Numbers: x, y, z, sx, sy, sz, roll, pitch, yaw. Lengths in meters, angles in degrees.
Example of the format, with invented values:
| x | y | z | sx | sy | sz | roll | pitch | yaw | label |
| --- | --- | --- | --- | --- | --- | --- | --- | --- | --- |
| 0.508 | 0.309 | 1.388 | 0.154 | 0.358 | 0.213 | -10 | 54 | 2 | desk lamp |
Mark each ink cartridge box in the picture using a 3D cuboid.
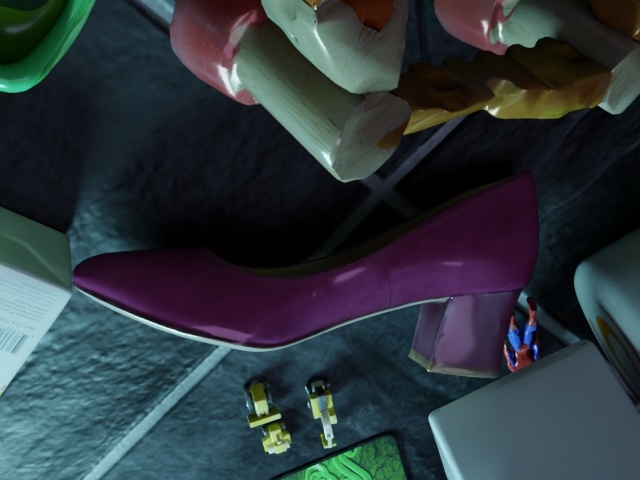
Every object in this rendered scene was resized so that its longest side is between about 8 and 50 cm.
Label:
| x | y | z | sx | sy | sz | roll | pitch | yaw | label |
| --- | --- | --- | --- | --- | --- | --- | --- | --- | --- |
| -0.302 | 0.076 | 0.649 | 0.134 | 0.078 | 0.231 | 28 | 111 | -33 | ink cartridge box |
| 0.251 | 0.320 | 0.834 | 0.166 | 0.285 | 0.395 | -24 | 146 | -1 | ink cartridge box |

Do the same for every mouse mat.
| x | y | z | sx | sy | sz | roll | pitch | yaw | label |
| --- | --- | --- | --- | --- | --- | --- | --- | --- | --- |
| 0.031 | 0.298 | 0.979 | 0.153 | 0.007 | 0.189 | -21 | 128 | -4 | mouse mat |

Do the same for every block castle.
| x | y | z | sx | sy | sz | roll | pitch | yaw | label |
| --- | --- | --- | --- | --- | --- | --- | --- | --- | --- |
| 0.078 | -0.275 | 0.446 | 0.303 | 0.213 | 0.453 | -18 | 137 | -30 | block castle |

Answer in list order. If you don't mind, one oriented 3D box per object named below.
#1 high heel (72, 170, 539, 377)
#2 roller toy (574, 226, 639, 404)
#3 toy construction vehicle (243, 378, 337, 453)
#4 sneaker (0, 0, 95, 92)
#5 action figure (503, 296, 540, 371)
| x | y | z | sx | sy | sz | roll | pitch | yaw | label |
| --- | --- | --- | --- | --- | --- | --- | --- | --- | --- |
| 0.000 | 0.000 | 0.715 | 0.377 | 0.127 | 0.181 | 10 | 93 | -22 | high heel |
| 0.343 | 0.070 | 0.812 | 0.146 | 0.209 | 0.191 | -30 | 164 | 3 | roller toy |
| -0.026 | 0.174 | 0.849 | 0.086 | 0.035 | 0.098 | -14 | 128 | -10 | toy construction vehicle |
| -0.141 | -0.213 | 0.470 | 0.109 | 0.123 | 0.295 | 5 | 121 | -23 | sneaker |
| 0.204 | 0.101 | 0.885 | 0.038 | 0.030 | 0.115 | -16 | 133 | -2 | action figure |
